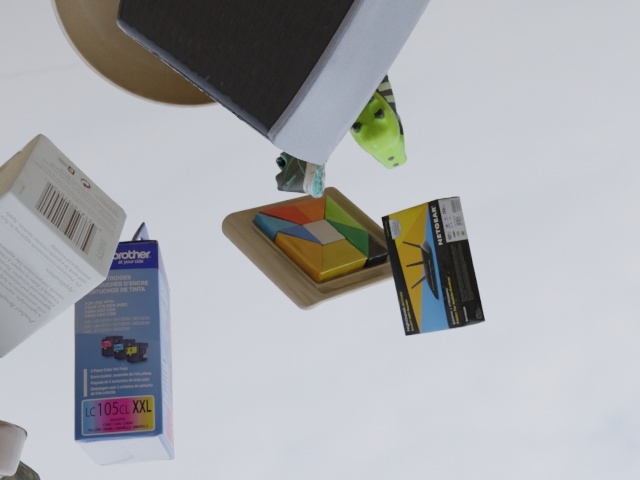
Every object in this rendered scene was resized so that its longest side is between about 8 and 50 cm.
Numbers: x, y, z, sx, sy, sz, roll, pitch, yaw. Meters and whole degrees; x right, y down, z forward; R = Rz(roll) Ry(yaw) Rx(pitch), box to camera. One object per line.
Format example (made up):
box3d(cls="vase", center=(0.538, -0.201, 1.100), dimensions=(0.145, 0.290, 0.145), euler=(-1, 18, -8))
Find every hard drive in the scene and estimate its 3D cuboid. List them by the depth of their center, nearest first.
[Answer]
box3d(cls="hard drive", center=(-0.009, -0.184, 0.563), dimensions=(0.172, 0.255, 0.054), euler=(38, -154, 18))

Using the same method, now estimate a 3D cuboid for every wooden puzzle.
box3d(cls="wooden puzzle", center=(0.000, 0.000, 1.656), dimensions=(0.238, 0.044, 0.221), euler=(-20, -129, -40))

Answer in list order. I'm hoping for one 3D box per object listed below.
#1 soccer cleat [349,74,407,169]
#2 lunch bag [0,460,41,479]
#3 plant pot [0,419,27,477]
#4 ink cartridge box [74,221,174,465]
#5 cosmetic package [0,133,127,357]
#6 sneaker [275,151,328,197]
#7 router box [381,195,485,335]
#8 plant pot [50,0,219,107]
box3d(cls="soccer cleat", center=(0.046, -0.144, 1.050), dimensions=(0.060, 0.072, 0.179), euler=(-24, -132, 15))
box3d(cls="lunch bag", center=(-0.539, 0.348, 1.438), dimensions=(0.286, 0.169, 0.235), euler=(1, 179, 7))
box3d(cls="plant pot", center=(-0.478, 0.293, 1.164), dimensions=(0.263, 0.229, 0.263), euler=(9, 165, 2))
box3d(cls="ink cartridge box", center=(-0.337, 0.170, 1.845), dimensions=(0.151, 0.396, 0.270), euler=(-4, 161, -5))
box3d(cls="cosmetic package", center=(-0.353, 0.006, 1.251), dimensions=(0.183, 0.151, 0.151), euler=(-34, -155, 20))
box3d(cls="sneaker", center=(-0.028, -0.127, 1.579), dimensions=(0.076, 0.065, 0.166), euler=(-1, -142, 10))
box3d(cls="router box", center=(0.157, 0.039, 1.501), dimensions=(0.046, 0.179, 0.133), euler=(-8, 174, -35))
box3d(cls="plant pot", center=(-0.152, -0.322, 1.211), dimensions=(0.284, 0.284, 0.191), euler=(-12, -144, 6))
